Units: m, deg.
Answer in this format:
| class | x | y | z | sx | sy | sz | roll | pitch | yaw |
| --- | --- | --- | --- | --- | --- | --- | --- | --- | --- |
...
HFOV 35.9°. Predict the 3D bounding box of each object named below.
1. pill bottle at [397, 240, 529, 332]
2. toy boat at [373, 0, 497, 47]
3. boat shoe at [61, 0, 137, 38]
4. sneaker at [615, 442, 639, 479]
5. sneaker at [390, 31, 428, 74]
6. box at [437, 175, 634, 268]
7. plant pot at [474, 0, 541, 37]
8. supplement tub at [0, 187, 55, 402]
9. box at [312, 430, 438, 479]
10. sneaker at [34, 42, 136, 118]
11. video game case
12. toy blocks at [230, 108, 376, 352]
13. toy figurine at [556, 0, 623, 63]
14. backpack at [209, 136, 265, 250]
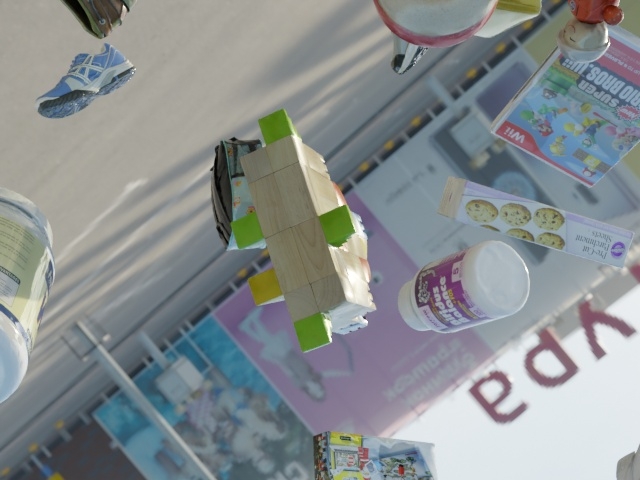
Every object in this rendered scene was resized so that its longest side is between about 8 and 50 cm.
| class | x | y | z | sx | sy | sz | roll | pitch | yaw |
| --- | --- | --- | --- | --- | --- | --- | --- | --- | --- |
| pill bottle | 0.309 | 0.115 | 2.215 | 0.169 | 0.169 | 0.301 | -41 | -173 | -34 |
| toy boat | 0.123 | -0.324 | 1.153 | 0.151 | 0.231 | 0.151 | -12 | 159 | 2 |
| boat shoe | -0.449 | -0.474 | 1.692 | 0.104 | 0.307 | 0.111 | -55 | -146 | -12 |
| sneaker | 0.574 | 0.316 | 1.633 | 0.210 | 0.138 | 0.365 | 99 | 1 | -68 |
| sneaker | 0.141 | -0.374 | 1.504 | 0.100 | 0.108 | 0.271 | -53 | 162 | -39 |
| box | 0.339 | -0.027 | 1.547 | 0.063 | 0.324 | 0.067 | 29 | -77 | 68 |
| plant pot | 0.274 | -0.507 | 1.848 | 0.187 | 0.212 | 0.212 | -2 | 179 | -17 |
| supplement tub | -0.552 | 0.084 | 1.554 | 0.235 | 0.235 | 0.324 | -40 | -152 | 25 |
| box | 0.096 | 0.407 | 1.633 | 0.233 | 0.159 | 0.044 | 14 | 152 | -33 |
| sneaker | -0.450 | -0.297 | 1.848 | 0.211 | 0.081 | 0.080 | -37 | -179 | -34 |
| video game case | 0.427 | -0.215 | 1.568 | 0.285 | 0.204 | 0.025 | -54 | -170 | 51 |
| toy blocks | 0.000 | 0.000 | 1.658 | 0.191 | 0.381 | 0.261 | -23 | 164 | 16 |
| toy figurine | 0.392 | -0.283 | 1.135 | 0.148 | 0.213 | 0.209 | 92 | 22 | -44 |
| backpack | -0.132 | -0.076 | 1.836 | 0.166 | 0.145 | 0.188 | 117 | -25 | -58 |
